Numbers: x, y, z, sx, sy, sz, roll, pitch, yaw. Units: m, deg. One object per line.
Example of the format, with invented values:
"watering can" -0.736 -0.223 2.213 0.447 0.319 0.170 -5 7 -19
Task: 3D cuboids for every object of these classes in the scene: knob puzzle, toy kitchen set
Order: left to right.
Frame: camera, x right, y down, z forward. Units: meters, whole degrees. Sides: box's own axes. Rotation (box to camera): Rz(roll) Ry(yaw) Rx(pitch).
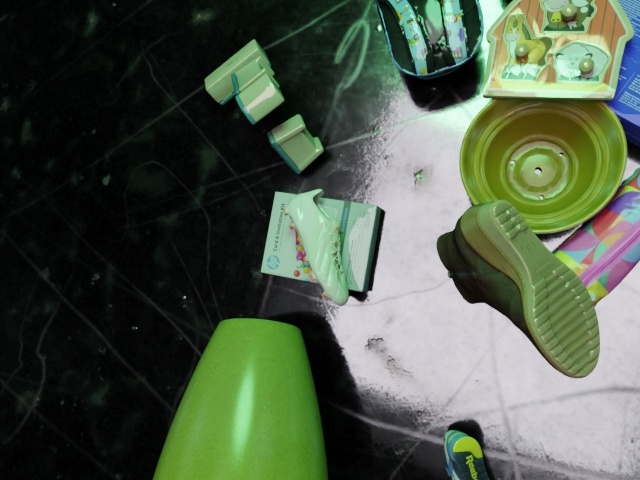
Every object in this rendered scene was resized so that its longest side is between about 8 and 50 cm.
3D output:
"toy kitchen set" -0.103 -0.225 0.951 0.122 0.166 0.207 -34 39 13
"knob puzzle" 0.328 -0.292 0.740 0.213 0.030 0.213 -6 75 22

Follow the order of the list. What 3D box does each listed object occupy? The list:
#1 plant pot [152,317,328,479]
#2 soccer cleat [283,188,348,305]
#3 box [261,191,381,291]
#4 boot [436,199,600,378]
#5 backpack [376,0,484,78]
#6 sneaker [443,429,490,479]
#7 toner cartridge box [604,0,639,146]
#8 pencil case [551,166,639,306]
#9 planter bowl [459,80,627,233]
"plant pot" -0.110 0.278 0.820 0.274 0.275 0.294 -3 69 19
"soccer cleat" 0.007 0.008 0.850 0.076 0.068 0.196 -28 75 12
"box" 0.000 0.000 0.907 0.186 0.038 0.145 10 88 20
"boot" 0.259 0.070 0.734 0.090 0.207 0.249 -23 79 -11
"backpack" 0.178 -0.334 0.833 0.158 0.117 0.174 -15 80 17
"sneaker" 0.219 0.351 0.796 0.053 0.059 0.144 -13 97 -14
"toner cartridge box" 0.496 -0.210 0.736 0.347 0.075 0.165 38 96 18
"pencil case" 0.400 0.010 0.738 0.104 0.104 0.236 43 98 17
"planter bowl" 0.319 -0.111 0.778 0.217 0.090 0.218 -3 82 22
